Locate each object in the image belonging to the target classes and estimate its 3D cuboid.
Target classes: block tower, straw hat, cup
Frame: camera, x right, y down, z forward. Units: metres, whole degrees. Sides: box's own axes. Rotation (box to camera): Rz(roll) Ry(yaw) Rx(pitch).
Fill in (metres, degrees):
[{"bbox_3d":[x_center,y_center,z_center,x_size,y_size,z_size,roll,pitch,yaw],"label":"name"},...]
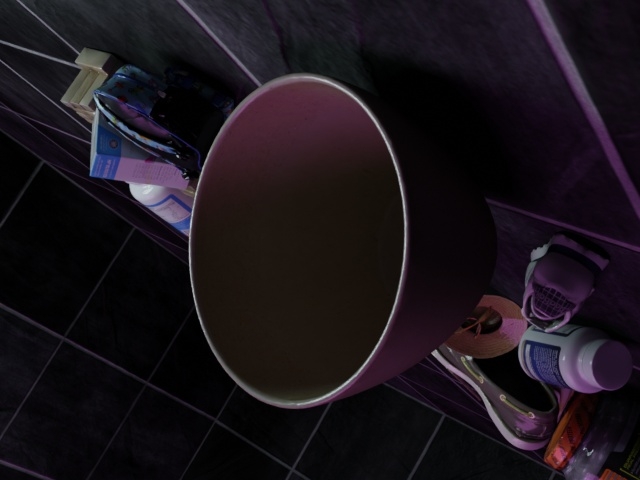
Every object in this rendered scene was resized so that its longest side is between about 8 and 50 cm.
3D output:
[{"bbox_3d":[-0.269,-0.174,1.577,0.091,0.097,0.335,20,164,45],"label":"block tower"},{"bbox_3d":[0.256,0.119,1.555,0.144,0.144,0.061,35,-150,-22],"label":"straw hat"},{"bbox_3d":[0.049,0.004,1.030,0.237,0.331,0.331,4,-168,-43],"label":"cup"}]

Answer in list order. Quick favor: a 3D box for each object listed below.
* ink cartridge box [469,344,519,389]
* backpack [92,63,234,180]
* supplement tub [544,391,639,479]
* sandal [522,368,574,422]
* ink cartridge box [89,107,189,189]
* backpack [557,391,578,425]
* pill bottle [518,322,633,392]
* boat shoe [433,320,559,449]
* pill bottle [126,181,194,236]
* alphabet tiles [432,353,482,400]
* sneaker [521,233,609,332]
[{"bbox_3d":[0.341,0.247,1.859,0.154,0.093,0.212,25,167,35],"label":"ink cartridge box"},{"bbox_3d":[-0.219,-0.179,1.332,0.173,0.117,0.158,30,170,1],"label":"backpack"},{"bbox_3d":[0.554,0.388,1.635,0.316,0.193,0.193,30,170,11],"label":"supplement tub"},{"bbox_3d":[0.385,0.278,1.697,0.102,0.076,0.265,30,146,28],"label":"sandal"},{"bbox_3d":[-0.245,-0.139,1.437,0.181,0.104,0.061,8,145,-19],"label":"ink cartridge box"},{"bbox_3d":[0.457,0.302,1.808,0.105,0.084,0.114,26,165,31],"label":"backpack"},{"bbox_3d":[0.367,0.169,1.391,0.094,0.094,0.169,34,170,-17],"label":"pill bottle"},{"bbox_3d":[0.283,0.199,1.630,0.324,0.117,0.096,54,149,34],"label":"boat shoe"},{"bbox_3d":[-0.290,-0.107,1.878,0.124,0.124,0.221,21,165,45],"label":"pill bottle"},{"bbox_3d":[0.223,0.223,1.983,0.237,0.009,0.198,44,180,35],"label":"alphabet tiles"},{"bbox_3d":[0.275,0.065,1.160,0.090,0.094,0.235,26,171,16],"label":"sneaker"}]
